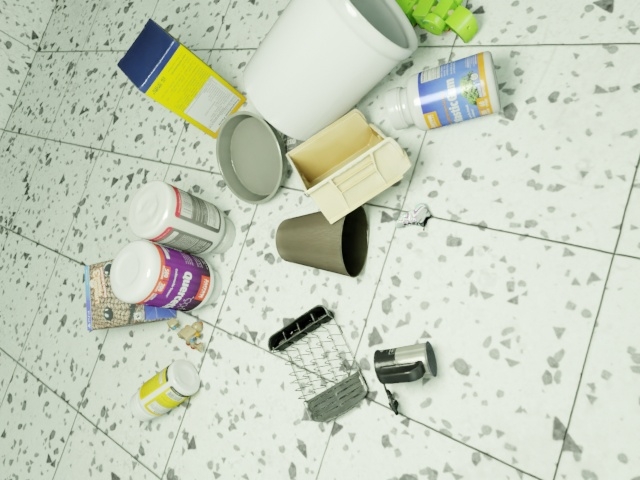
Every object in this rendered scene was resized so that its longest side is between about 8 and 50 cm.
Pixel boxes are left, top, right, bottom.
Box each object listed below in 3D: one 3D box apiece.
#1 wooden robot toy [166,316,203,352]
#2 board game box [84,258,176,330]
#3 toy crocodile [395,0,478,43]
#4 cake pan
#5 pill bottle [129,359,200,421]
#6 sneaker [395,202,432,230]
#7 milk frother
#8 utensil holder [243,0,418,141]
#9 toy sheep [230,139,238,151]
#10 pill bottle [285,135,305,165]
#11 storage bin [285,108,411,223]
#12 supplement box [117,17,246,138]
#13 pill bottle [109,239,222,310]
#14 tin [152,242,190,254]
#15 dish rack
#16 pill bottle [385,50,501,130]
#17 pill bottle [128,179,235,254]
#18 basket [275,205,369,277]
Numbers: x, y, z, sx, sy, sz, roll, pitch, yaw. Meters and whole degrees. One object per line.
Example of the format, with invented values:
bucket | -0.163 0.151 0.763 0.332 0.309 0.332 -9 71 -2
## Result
wooden robot toy | -0.421 0.298 1.436 0.173 0.076 0.079 24 54 33
board game box | -0.667 0.180 1.531 0.291 0.141 0.232 -13 79 26
toy crocodile | 0.304 -0.662 1.272 0.340 0.105 0.115 36 95 37
cake pan | -0.218 -0.264 1.399 0.293 0.054 0.293 15 116 34
pill bottle | -0.494 0.477 1.381 0.208 0.119 0.119 -36 62 16
sneaker | 0.250 -0.047 1.155 0.098 0.038 0.069 -39 60 15
milk frother | 0.210 0.331 1.048 0.134 0.129 0.143 -17 111 25
utensil holder | 0.013 -0.512 1.205 0.385 0.327 0.328 -36 60 39
toy sheep | -0.275 -0.337 1.509 0.132 0.091 0.091 40 97 38
pill bottle | -0.072 -0.312 1.390 0.078 0.078 0.137 -5 74 28
storage bin | 0.069 -0.211 1.173 0.260 0.123 0.262 -33 34 5
supplement box | -0.469 -0.546 1.516 0.194 0.356 0.195 -49 59 8
pill bottle | -0.455 0.119 1.339 0.181 0.323 0.182 -9 72 28
tin | -0.541 0.020 1.588 0.189 0.040 0.106 -9 68 28
dish rack | -0.005 0.335 1.170 0.208 0.074 0.272 -36 62 17
pill bottle | 0.316 -0.376 1.144 0.272 0.152 0.152 -10 71 27
pill bottle | -0.415 -0.054 1.368 0.176 0.318 0.176 -9 71 27
basket | 0.000 0.000 1.223 0.226 0.154 0.204 -2 77 33
